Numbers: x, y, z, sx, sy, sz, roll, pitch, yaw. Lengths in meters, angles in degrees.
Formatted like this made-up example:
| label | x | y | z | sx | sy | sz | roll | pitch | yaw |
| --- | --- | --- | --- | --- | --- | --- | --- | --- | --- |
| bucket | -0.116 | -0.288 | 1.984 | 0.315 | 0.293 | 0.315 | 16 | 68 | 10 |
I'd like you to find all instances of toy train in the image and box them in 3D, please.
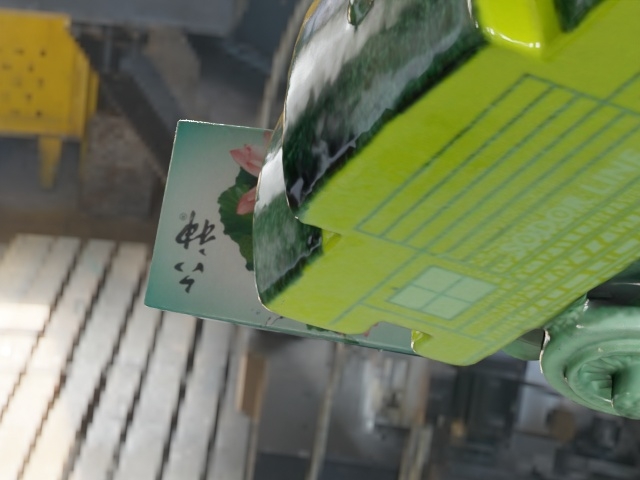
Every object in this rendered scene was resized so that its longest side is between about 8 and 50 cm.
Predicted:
| label | x | y | z | sx | sy | sz | roll | pitch | yaw |
| --- | --- | --- | --- | --- | --- | --- | --- | --- | --- |
| toy train | 0.138 | -0.064 | 0.746 | 0.272 | 0.179 | 0.442 | 18 | -29 | -19 |

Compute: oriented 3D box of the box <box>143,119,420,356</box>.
| label | x | y | z | sx | sy | sz | roll | pitch | yaw |
| --- | --- | --- | --- | --- | --- | --- | --- | --- | --- |
| box | 0.000 | 0.000 | 1.336 | 0.244 | 0.153 | 0.092 | 8 | -4 | 22 |
